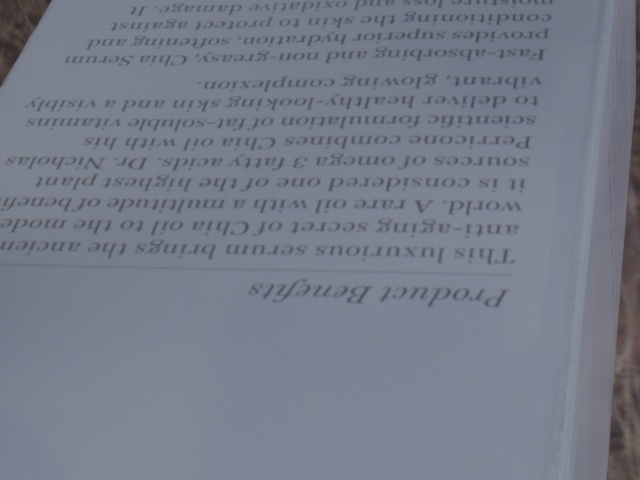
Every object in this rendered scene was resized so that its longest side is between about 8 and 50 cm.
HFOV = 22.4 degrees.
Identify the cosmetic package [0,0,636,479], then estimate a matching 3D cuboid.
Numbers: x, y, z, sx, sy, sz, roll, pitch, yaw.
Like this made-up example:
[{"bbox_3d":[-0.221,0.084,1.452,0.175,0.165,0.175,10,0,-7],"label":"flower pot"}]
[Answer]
[{"bbox_3d":[0.000,0.000,0.626,0.230,0.453,0.161,1,130,14],"label":"cosmetic package"}]
